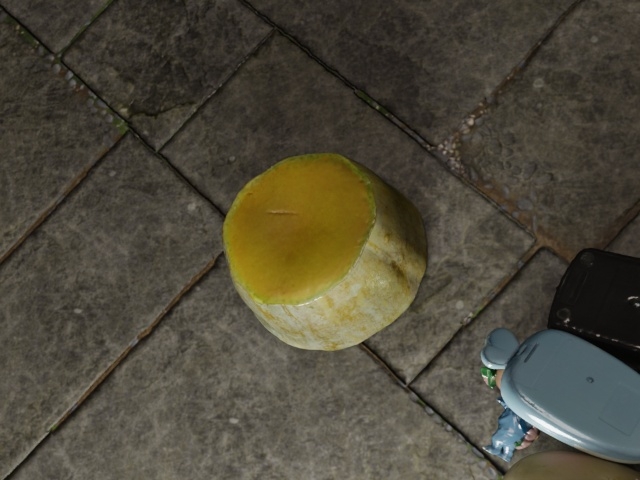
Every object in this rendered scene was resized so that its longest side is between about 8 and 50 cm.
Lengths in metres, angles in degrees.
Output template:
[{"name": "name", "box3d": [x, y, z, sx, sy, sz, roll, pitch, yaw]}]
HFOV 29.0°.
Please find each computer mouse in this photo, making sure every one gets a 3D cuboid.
[{"name": "computer mouse", "box3d": [0.490, 0.117, 1.893, 0.269, 0.100, 0.170, 16, 63, 30]}]

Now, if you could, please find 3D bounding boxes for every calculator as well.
[{"name": "calculator", "box3d": [0.371, 0.217, 1.799, 0.302, 0.042, 0.188, 30, 46, 15]}]

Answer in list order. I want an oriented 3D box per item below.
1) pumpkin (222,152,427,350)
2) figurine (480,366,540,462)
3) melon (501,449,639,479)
[{"name": "pumpkin", "box3d": [0.000, 0.000, 2.043, 0.332, 0.199, 0.332, -5, 66, 12]}, {"name": "figurine", "box3d": [0.298, 0.245, 1.905, 0.144, 0.114, 0.178, 29, 88, 22]}, {"name": "melon", "box3d": [0.394, 0.421, 1.740, 0.317, 0.223, 0.223, 22, 77, 25]}]
